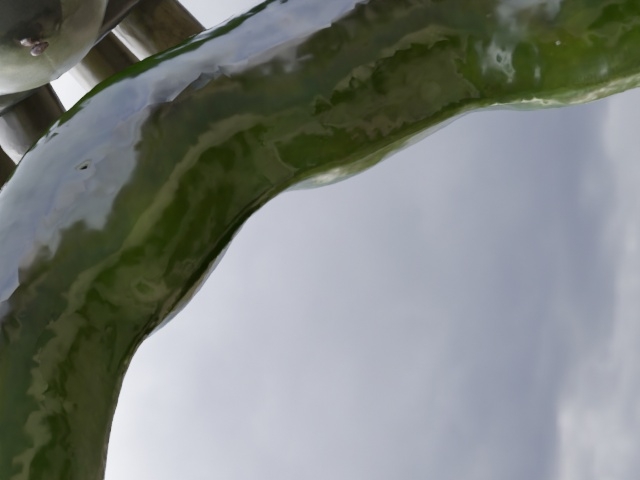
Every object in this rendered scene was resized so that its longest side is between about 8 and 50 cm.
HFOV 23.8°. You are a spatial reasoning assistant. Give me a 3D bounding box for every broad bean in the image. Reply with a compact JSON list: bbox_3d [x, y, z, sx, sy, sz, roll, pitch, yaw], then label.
[{"bbox_3d":[0.000,0.000,0.353,0.292,0.144,0.049,-48,-24,-19],"label":"broad bean"}]

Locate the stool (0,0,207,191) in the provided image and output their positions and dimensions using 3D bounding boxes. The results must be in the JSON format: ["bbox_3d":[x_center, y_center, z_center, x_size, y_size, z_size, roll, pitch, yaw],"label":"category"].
[{"bbox_3d":[-0.124,-0.080,0.576,0.139,0.153,0.228,56,-164,-22],"label":"stool"}]
